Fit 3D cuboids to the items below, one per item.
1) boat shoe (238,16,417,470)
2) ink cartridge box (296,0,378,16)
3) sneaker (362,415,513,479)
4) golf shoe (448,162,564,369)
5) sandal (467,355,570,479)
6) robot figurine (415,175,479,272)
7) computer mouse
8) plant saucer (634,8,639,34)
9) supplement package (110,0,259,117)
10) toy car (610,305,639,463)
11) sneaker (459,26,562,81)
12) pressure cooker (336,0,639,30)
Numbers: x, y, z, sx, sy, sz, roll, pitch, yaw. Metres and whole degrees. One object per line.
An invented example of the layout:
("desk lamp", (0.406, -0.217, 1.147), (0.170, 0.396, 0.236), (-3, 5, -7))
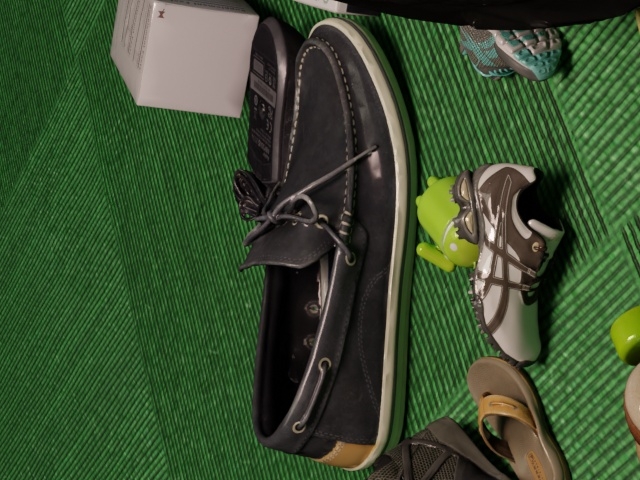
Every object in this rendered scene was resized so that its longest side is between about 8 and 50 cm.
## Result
("boat shoe", (0.000, 0.000, 1.851), (0.187, 0.156, 0.500), (-6, 82, 63))
("ink cartridge box", (-0.023, -0.368, 2.003), (0.333, 0.065, 0.165), (30, 115, 57))
("sneaker", (0.121, 0.261, 1.626), (0.227, 0.130, 0.087), (43, 154, 54))
("golf shoe", (0.186, 0.023, 1.584), (0.094, 0.077, 0.198), (-11, 100, 31))
("sandal", (0.180, 0.181, 1.619), (0.072, 0.049, 0.180), (-63, 38, 38))
("robot figurine", (0.139, -0.019, 1.683), (0.101, 0.067, 0.115), (-59, 39, 21))
("computer mouse", (-0.041, -0.135, 2.027), (0.188, 0.072, 0.272), (-127, 38, -57))
("plant saucer", (0.320, -0.266, 1.389), (0.188, 0.045, 0.188), (-39, 55, 54))
("supplement package", (-0.176, -0.257, 2.151), (0.244, 0.139, 0.133), (-124, 43, -65))
("toy car", (0.310, 0.153, 1.347), (0.188, 0.149, 0.155), (81, 174, -54))
("sneaker", (0.181, -0.184, 1.642), (0.166, 0.065, 0.076), (-125, 29, -52))
("pressure cooker", (0.124, -0.409, 1.356), (0.370, 0.375, 0.420), (3, 81, 42))
